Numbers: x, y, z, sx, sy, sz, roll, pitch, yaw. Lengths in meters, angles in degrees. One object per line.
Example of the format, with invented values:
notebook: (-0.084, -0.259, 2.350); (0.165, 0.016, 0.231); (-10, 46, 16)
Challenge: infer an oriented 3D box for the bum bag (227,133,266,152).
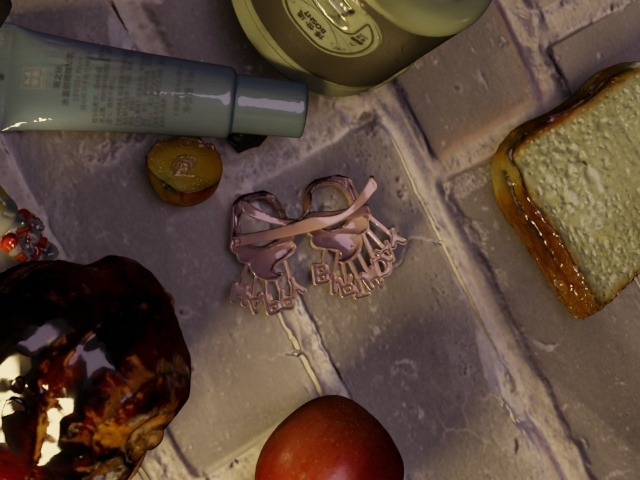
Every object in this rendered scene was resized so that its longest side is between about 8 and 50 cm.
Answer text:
bum bag: (-0.118, -0.163, 1.857); (0.124, 0.034, 0.058); (43, 69, -12)

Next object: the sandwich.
sandwich: (0.393, -0.078, 2.031); (0.301, 0.099, 0.271); (-33, 91, -21)

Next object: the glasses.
glasses: (-0.001, 0.006, 1.854); (0.255, 0.095, 0.162); (-13, 96, -22)

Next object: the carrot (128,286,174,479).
carrot: (-0.211, 0.173, 1.761); (0.059, 0.059, 0.247); (22, 72, -19)

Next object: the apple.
apple: (0.014, 0.285, 1.773); (0.168, 0.181, 0.181); (-45, 100, -23)

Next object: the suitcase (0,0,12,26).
suitcase: (-0.544, -0.246, 1.604); (0.339, 0.188, 0.345); (47, 68, -13)

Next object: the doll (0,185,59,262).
doll: (-0.380, -0.027, 1.710); (0.180, 0.079, 0.094); (37, 42, -21)

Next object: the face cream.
face cream: (-0.208, -0.177, 1.783); (0.385, 0.086, 0.135); (6, 80, -7)

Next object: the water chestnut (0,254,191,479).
water chestnut: (-0.288, 0.145, 1.638); (0.289, 0.244, 0.289); (-3, 110, -10)

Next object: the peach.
peach: (-0.169, -0.081, 1.811); (0.098, 0.061, 0.098); (11, 49, -12)

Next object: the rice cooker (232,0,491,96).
rice cooker: (0.046, -0.337, 1.823); (0.288, 0.277, 0.288); (15, 64, -34)
